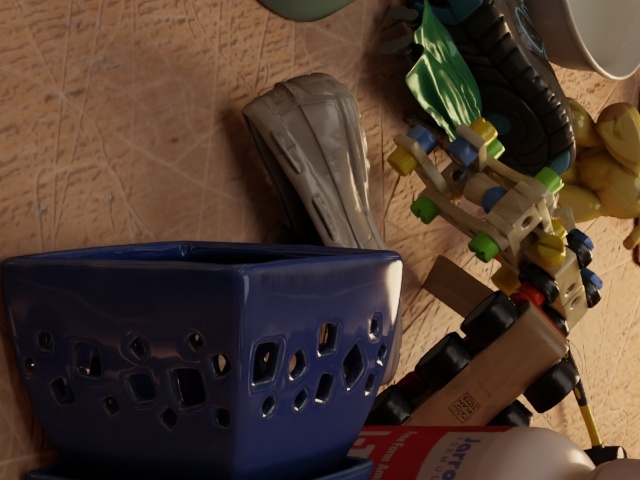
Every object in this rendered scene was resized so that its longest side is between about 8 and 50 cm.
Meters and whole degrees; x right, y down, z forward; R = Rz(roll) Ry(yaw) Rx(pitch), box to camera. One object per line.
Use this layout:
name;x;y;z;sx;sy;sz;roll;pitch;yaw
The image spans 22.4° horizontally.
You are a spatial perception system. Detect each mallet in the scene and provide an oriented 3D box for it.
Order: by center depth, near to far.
mallet;0.333;0.220;2.081;0.039;0.062;0.190;-32;99;-55

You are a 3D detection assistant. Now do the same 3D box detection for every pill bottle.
pill bottle;0.105;0.272;1.375;0.229;0.407;0.229;11;77;-56

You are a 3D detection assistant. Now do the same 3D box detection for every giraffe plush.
giraffe plush;0.359;-0.097;2.046;0.170;0.210;0.181;-57;170;-75

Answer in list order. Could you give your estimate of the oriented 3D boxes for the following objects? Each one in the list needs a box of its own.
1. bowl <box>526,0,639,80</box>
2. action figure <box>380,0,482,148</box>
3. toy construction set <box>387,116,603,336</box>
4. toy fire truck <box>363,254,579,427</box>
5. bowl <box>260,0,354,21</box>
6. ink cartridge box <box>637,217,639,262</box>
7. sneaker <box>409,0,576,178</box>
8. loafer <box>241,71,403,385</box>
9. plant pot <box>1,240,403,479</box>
bowl;0.296;-0.336;1.987;0.298;0.134;0.298;11;76;-56
action figure;0.133;-0.161;1.783;0.232;0.063;0.137;55;42;-47
toy construction set;0.209;-0.008;1.782;0.151;0.215;0.327;-53;152;3
toy fire truck;0.138;0.126;1.674;0.158;0.217;0.246;46;10;-3
bowl;0.032;-0.375;1.563;0.311;0.163;0.312;7;81;-57
ink cartridge box;0.590;-0.062;2.413;0.309;0.130;0.272;24;68;-54
sneaker;0.220;-0.217;1.868;0.341;0.125;0.140;61;36;-36
loafer;0.000;0.000;1.541;0.111;0.112;0.320;-21;108;-19
plant pot;-0.089;0.112;1.266;0.236;0.236;0.212;-4;95;-58
